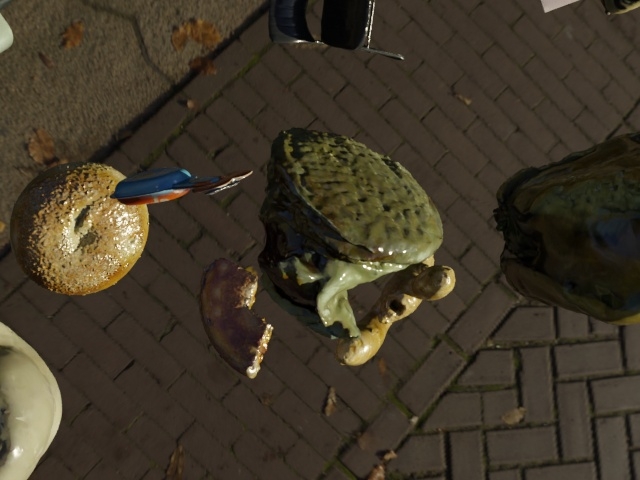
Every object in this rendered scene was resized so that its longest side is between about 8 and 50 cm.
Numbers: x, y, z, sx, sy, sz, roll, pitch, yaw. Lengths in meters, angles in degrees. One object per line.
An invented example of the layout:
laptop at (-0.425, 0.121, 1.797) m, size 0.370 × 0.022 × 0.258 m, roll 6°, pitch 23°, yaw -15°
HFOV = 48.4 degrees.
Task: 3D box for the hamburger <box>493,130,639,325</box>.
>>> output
hamburger at (0.292, -0.021, 0.621) m, size 0.266 × 0.285 × 0.134 m, roll -15°, pitch 101°, yaw -6°

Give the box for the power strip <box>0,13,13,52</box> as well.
power strip at (-0.310, -0.191, 0.450) m, size 0.215 × 0.145 × 0.061 m, roll 60°, pitch 43°, yaw -22°

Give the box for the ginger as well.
ginger at (0.193, 0.150, 1.788) m, size 0.122 × 0.348 × 0.363 m, roll 39°, pitch 108°, yaw 0°

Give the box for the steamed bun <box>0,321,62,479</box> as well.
steamed bun at (-0.559, 0.285, 1.112) m, size 0.324 × 0.219 × 0.309 m, roll -39°, pitch 71°, yaw 4°

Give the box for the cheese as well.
cheese at (-0.192, -0.073, 0.938) m, size 0.106 × 0.256 × 0.037 m, roll -31°, pitch 114°, yaw -42°

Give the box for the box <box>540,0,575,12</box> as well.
box at (0.146, -0.174, 0.309) m, size 0.129 × 0.130 × 0.051 m, roll -15°, pitch 73°, yaw 23°

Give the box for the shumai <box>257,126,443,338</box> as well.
shumai at (0.000, 0.000, 1.196) m, size 0.292 × 0.288 × 0.330 m, roll -17°, pitch 57°, yaw -41°

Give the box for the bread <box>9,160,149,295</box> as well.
bread at (-0.522, -0.022, 1.549) m, size 0.306 × 0.159 × 0.305 m, roll -5°, pitch 106°, yaw -19°

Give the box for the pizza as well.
pizza at (-0.199, 0.179, 1.680) m, size 0.161 × 0.085 × 0.305 m, roll -20°, pitch 68°, yaw -1°

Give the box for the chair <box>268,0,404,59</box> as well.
chair at (0.035, -0.401, 1.255) m, size 0.221 × 0.145 × 0.140 m, roll -8°, pitch 114°, yaw -35°

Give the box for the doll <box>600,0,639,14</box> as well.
doll at (0.371, -0.319, 0.775) m, size 0.102 × 0.179 × 0.088 m, roll 3°, pitch 54°, yaw -26°
